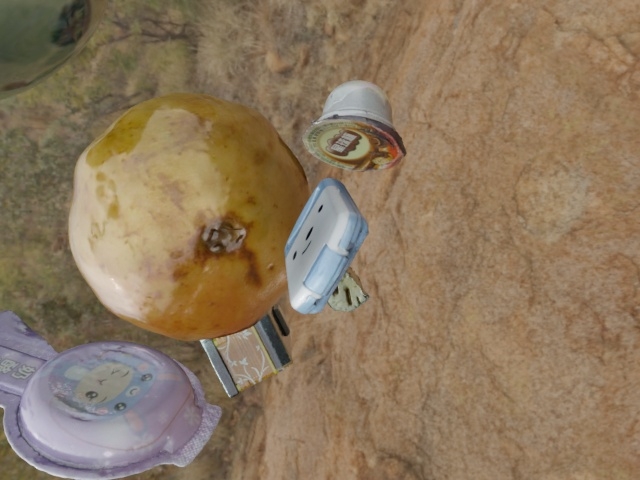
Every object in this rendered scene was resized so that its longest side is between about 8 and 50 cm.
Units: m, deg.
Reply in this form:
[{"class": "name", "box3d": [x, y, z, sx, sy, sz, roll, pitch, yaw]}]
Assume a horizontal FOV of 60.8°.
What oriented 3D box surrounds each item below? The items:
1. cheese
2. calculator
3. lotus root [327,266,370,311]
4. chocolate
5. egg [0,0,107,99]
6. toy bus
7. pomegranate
[{"class": "cheese", "box3d": [-0.154, 0.094, 0.336, 0.191, 0.105, 0.042, 11, 118, 12]}, {"class": "calculator", "box3d": [0.000, 0.000, 0.614, 0.121, 0.039, 0.210, -59, 15, 15]}, {"class": "lotus root", "box3d": [0.016, 0.061, 0.998, 0.070, 0.143, 0.144, -40, 8, 6]}, {"class": "chocolate", "box3d": [0.082, -0.240, 1.094, 0.221, 0.221, 0.147, -10, 59, 54]}, {"class": "egg", "box3d": [-0.534, -0.380, 0.810, 0.345, 0.428, 0.344, 167, 90, -78]}, {"class": "toy bus", "box3d": [-0.152, 0.216, 1.192, 0.138, 0.167, 0.275, 63, 176, -4]}, {"class": "pomegranate", "box3d": [-0.203, -0.044, 0.863, 0.410, 0.410, 0.409, 1, 92, 54]}]
